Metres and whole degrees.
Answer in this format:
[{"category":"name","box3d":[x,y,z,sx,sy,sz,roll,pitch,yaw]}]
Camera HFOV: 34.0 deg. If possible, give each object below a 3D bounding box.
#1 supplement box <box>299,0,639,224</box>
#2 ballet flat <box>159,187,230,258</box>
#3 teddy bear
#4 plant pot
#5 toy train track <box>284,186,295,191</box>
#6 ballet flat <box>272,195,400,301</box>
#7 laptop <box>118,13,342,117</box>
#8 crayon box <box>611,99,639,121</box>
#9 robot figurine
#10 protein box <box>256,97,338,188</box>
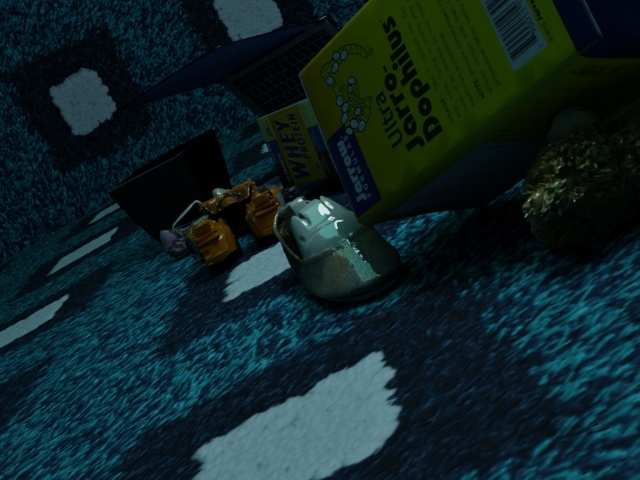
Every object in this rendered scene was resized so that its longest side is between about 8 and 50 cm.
[{"category":"supplement box","box3d":[0.173,-0.184,1.056,0.194,0.195,0.356,-9,-20,-39]},{"category":"ballet flat","box3d":[-0.204,-0.049,1.974,0.222,0.079,0.077,-31,11,-5]},{"category":"teddy bear","box3d":[0.328,-0.106,0.912,0.338,0.113,0.245,-19,14,40]},{"category":"plant pot","box3d":[-0.285,-0.095,2.140,0.188,0.167,0.187,-23,14,25]},{"category":"toy train track","box3d":[-0.037,-0.116,2.010,0.083,0.014,0.048,-22,15,31]},{"category":"ballet flat","box3d":[0.000,0.000,1.249,0.108,0.106,0.316,-33,13,-12]},{"category":"laptop","box3d":[-0.104,-0.266,2.065,0.382,0.408,0.236,-17,40,51]},{"category":"crayon box","box3d":[0.321,-0.194,1.336,0.202,0.081,0.318,-33,12,-20]},{"category":"robot figurine","box3d":[-0.140,-0.039,1.770,0.211,0.085,0.291,-27,12,-2]},{"category":"protein box","box3d":[0.036,-0.198,1.819,0.201,0.136,0.200,-27,9,-31]}]
